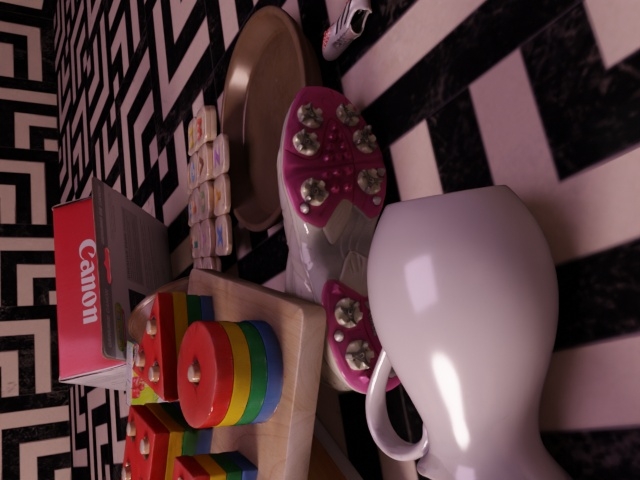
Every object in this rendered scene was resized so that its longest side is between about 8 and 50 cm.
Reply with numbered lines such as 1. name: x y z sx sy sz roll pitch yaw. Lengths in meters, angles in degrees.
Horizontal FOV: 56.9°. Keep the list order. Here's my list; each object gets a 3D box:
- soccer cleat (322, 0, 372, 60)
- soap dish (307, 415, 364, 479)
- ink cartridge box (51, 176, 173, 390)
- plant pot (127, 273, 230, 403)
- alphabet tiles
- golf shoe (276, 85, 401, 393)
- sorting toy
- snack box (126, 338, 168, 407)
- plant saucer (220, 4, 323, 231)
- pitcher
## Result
1. soccer cleat: 0.027 -0.220 0.622 0.083 0.029 0.035 -51 43 39
2. soap dish: -0.045 0.351 0.642 0.229 0.118 0.290 41 124 51
3. ink cartridge box: -0.364 0.085 1.024 0.272 0.130 0.309 57 -160 -68
4. plant pot: -0.155 0.159 0.797 0.165 0.167 0.167 61 138 29
5. alphabet tiles: -0.182 -0.058 0.923 0.278 0.021 0.283 175 93 -68
6. golf shoe: 0.000 0.000 0.587 0.140 0.115 0.306 -32 61 58
7. sorting toy: -0.114 0.166 0.570 0.257 0.089 0.255 9 92 57
8. snack box: -0.225 0.199 0.915 0.037 0.141 0.100 6 94 58
9. plant saucer: -0.066 -0.149 0.749 0.278 0.041 0.277 2 93 63
10. pitcher: 0.085 0.072 0.428 0.178 0.126 0.207 -7 93 50
